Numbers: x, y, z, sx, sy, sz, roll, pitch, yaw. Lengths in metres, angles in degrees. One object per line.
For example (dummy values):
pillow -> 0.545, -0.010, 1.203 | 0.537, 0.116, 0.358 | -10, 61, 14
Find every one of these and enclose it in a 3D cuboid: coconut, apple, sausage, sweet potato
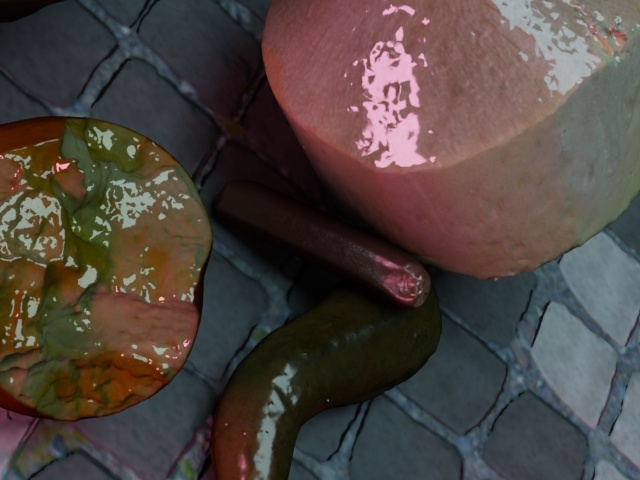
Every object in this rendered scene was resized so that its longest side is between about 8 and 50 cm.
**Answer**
coconut -> 0.087, -0.113, 1.107 | 0.244, 0.239, 0.239 | 62, 25, -56
apple -> -0.147, 0.009, 0.952 | 0.158, 0.147, 0.156 | 14, 90, -22
sausage -> 0.000, 0.000, 1.107 | 0.147, 0.035, 0.030 | 27, 7, 16
sweet potato -> -0.003, 0.084, 1.083 | 0.081, 0.062, 0.233 | 52, 48, -4

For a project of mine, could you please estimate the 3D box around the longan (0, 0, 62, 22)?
longan -> -0.192, -0.297, 0.919 | 0.391, 0.391, 0.391 | 19, 55, -30
